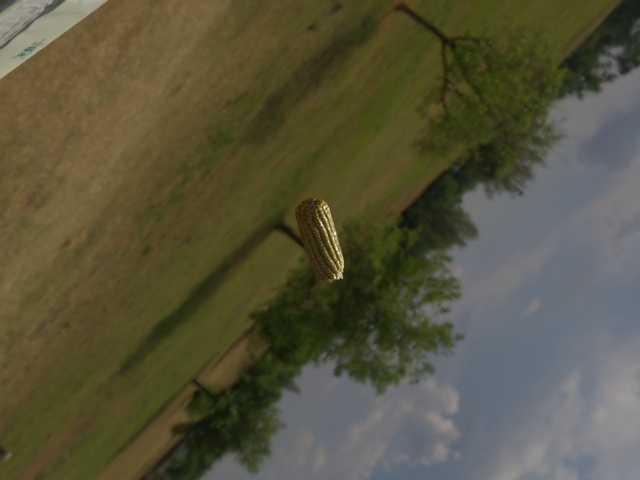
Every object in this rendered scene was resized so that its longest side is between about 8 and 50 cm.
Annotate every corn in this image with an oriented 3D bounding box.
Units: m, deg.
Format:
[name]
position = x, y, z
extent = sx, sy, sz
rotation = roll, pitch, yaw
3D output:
[corn]
position = 0.000, 0.000, 0.962
extent = 0.037, 0.092, 0.037
rotation = -15, -156, 7

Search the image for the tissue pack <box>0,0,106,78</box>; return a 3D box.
[tissue pack]
position = -0.522, -0.412, 1.442
extent = 0.380, 0.297, 0.207
rotation = -21, 180, 35
